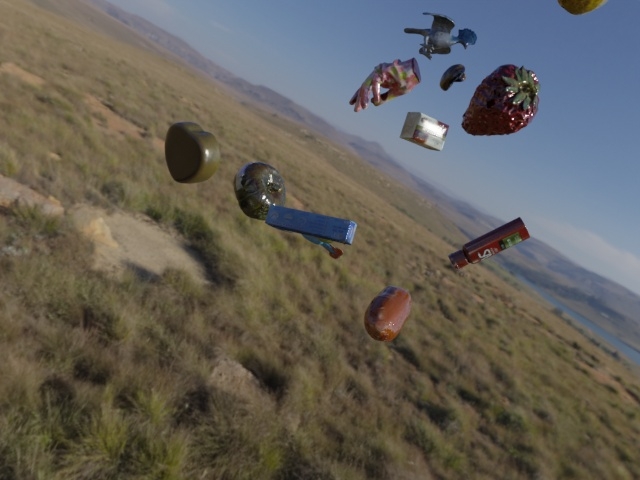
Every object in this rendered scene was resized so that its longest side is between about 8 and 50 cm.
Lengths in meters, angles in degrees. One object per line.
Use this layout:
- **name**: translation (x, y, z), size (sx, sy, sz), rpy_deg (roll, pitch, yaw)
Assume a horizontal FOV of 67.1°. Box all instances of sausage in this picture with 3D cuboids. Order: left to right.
- **sausage**: translation (0.216, 0.225, 1.534), size (0.133, 0.133, 0.258), rpy_deg (32, 31, 15)

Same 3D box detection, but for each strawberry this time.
- **strawberry**: translation (0.787, -0.586, 2.152), size (0.296, 0.317, 0.345), rpy_deg (9, -21, -19)

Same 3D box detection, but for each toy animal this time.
- **toy animal**: translation (0.450, -0.772, 1.841), size (0.255, 0.176, 0.239), rpy_deg (39, -13, 15)

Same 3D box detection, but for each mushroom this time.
- **mushroom**: translation (0.615, -0.759, 2.230), size (0.171, 0.135, 0.080), rpy_deg (-29, 83, -41)

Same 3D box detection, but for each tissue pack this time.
- **tissue pack**: translation (0.396, -0.414, 1.836), size (0.149, 0.105, 0.099), rpy_deg (13, 9, -29)

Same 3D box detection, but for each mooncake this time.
- **mooncake**: translation (-0.481, -0.319, 1.811), size (0.235, 0.234, 0.117), rpy_deg (34, 31, 24)

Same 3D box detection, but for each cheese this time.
- **cheese**: translation (0.000, 0.000, 2.246), size (0.256, 0.106, 0.037), rpy_deg (38, 51, -15)

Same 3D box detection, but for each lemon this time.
- **lemon**: translation (0.701, -0.700, 1.259), size (0.170, 0.170, 0.207), rpy_deg (34, -23, 21)

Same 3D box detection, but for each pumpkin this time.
- **pumpkin**: translation (-0.243, -0.212, 2.065), size (0.189, 0.260, 0.260), rpy_deg (-14, -19, 37)

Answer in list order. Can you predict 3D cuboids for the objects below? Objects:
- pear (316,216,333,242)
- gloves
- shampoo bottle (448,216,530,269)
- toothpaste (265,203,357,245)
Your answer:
- **pear**: translation (0.033, -0.040, 1.868), size (0.132, 0.107, 0.107), rpy_deg (-2, -11, 38)
- **gloves**: translation (0.200, -0.506, 1.569), size (0.242, 0.126, 0.145), rpy_deg (-10, 15, 24)
- **shampoo bottle**: translation (0.663, 0.018, 1.908), size (0.118, 0.314, 0.076), rpy_deg (42, 25, -51)
- **toothpaste**: translation (-0.031, -0.047, 1.394), size (0.273, 0.066, 0.053), rpy_deg (13, -8, 28)
